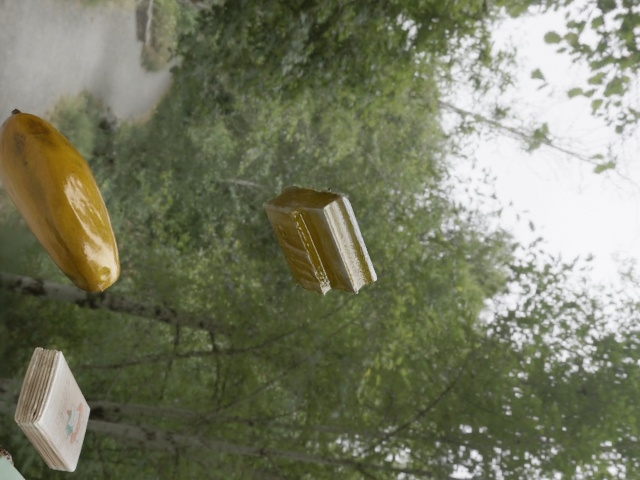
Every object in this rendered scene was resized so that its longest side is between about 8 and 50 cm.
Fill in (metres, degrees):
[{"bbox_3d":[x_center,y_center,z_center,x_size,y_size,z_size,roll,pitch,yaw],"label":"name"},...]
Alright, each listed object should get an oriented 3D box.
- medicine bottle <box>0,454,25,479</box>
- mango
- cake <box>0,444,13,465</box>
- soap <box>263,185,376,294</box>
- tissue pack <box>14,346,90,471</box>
[{"bbox_3d":[-0.524,0.440,0.955,0.250,0.141,0.137,-38,-179,35],"label":"medicine bottle"},{"bbox_3d":[-0.473,-0.072,1.184,0.359,0.144,0.187,60,-22,4],"label":"mango"},{"bbox_3d":[-0.733,0.590,1.434,0.135,0.098,0.287,-175,-95,-73],"label":"cake"},{"bbox_3d":[0.000,0.000,1.764,0.259,0.143,0.281,9,-51,46],"label":"soap"},{"bbox_3d":[-0.601,0.393,1.482,0.325,0.071,0.170,100,-4,-53],"label":"tissue pack"}]
